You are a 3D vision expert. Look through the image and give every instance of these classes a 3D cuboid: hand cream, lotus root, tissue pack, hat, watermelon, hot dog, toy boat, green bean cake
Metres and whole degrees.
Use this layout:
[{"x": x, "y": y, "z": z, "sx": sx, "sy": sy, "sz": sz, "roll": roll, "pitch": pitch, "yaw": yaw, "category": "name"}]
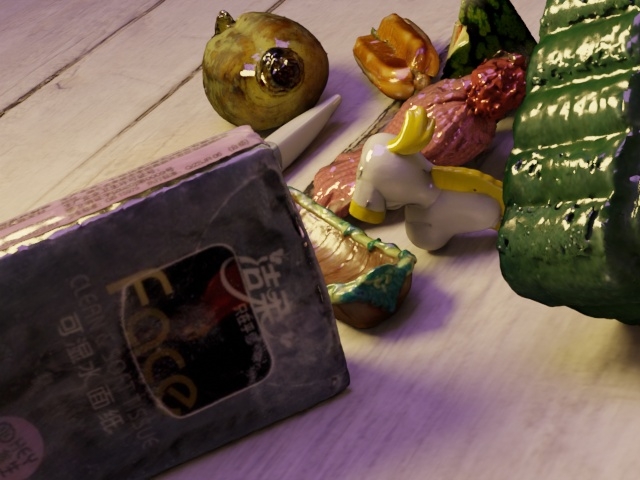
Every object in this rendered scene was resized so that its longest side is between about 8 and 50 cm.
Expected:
[{"x": -0.051, "y": -0.119, "z": 1.749, "sx": 0.079, "sy": 0.048, "sz": 0.255, "roll": -30, "pitch": 11, "yaw": 41, "category": "hand cream"}, {"x": -0.080, "y": -0.232, "z": 1.885, "sx": 0.173, "sy": 0.173, "sz": 0.309, "roll": -22, "pitch": 21, "yaw": -8, "category": "lotus root"}, {"x": -0.175, "y": 0.078, "z": 1.172, "sx": 0.361, "sy": 0.259, "sz": 0.122, "roll": -22, "pitch": 28, "yaw": -10, "category": "tissue pack"}, {"x": 0.129, "y": -0.117, "z": 1.539, "sx": 0.286, "sy": 0.107, "sz": 0.237, "roll": -32, "pitch": 15, "yaw": 31, "category": "hat"}, {"x": 0.187, "y": -0.221, "z": 1.677, "sx": 0.128, "sy": 0.159, "sz": 0.303, "roll": -38, "pitch": -4, "yaw": 3, "category": "watermelon"}, {"x": 0.110, "y": -0.252, "z": 1.894, "sx": 0.104, "sy": 0.076, "sz": 0.250, "roll": -39, "pitch": 21, "yaw": 3, "category": "hot dog"}, {"x": 0.001, "y": 0.008, "z": 1.393, "sx": 0.108, "sy": 0.099, "sz": 0.293, "roll": -26, "pitch": 33, "yaw": -17, "category": "toy boat"}, {"x": 0.324, "y": -0.071, "z": 1.150, "sx": 0.307, "sy": 0.300, "sz": 0.169, "roll": 15, "pitch": -9, "yaw": -30, "category": "green bean cake"}]

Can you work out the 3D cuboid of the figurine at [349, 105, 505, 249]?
[{"x": 0.115, "y": -0.046, "z": 1.374, "sx": 0.129, "sy": 0.178, "sz": 0.109, "roll": -40, "pitch": 21, "yaw": 42, "category": "figurine"}]
